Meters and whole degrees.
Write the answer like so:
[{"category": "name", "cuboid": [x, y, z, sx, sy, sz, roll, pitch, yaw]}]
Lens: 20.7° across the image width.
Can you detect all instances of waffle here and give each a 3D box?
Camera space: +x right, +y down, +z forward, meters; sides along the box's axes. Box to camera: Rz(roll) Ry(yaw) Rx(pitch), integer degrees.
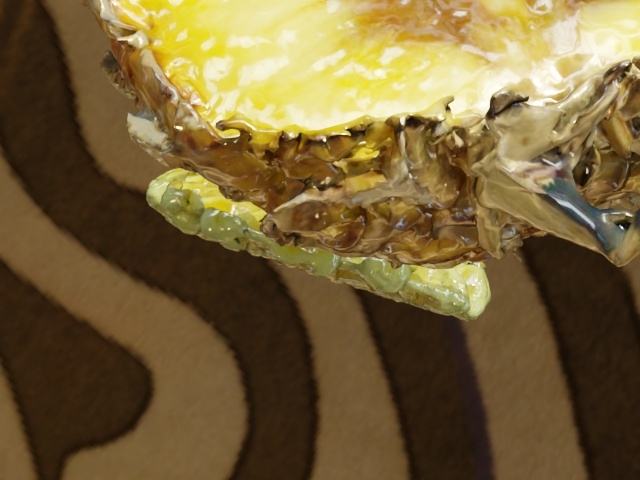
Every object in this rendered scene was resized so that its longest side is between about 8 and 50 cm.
[{"category": "waffle", "cuboid": [0.000, 0.000, 0.894, 0.184, 0.169, 0.036, 17, 96, 2]}]

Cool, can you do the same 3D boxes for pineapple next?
[{"category": "pineapple", "cuboid": [0.035, -0.039, 0.684, 0.335, 0.158, 0.161, 7, 136, 6]}]
